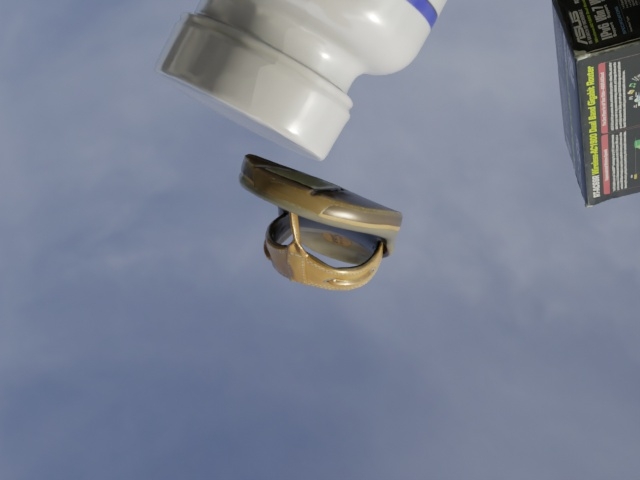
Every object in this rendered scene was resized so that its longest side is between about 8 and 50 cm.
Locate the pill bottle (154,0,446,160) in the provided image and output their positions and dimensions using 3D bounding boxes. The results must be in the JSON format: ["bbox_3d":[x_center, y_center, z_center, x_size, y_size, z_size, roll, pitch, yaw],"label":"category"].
[{"bbox_3d":[0.015,-0.190,0.822,0.152,0.152,0.272,28,-91,38],"label":"pill bottle"}]

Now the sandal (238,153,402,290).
[{"bbox_3d":[0.000,0.000,0.684,0.072,0.180,0.049,20,-96,8],"label":"sandal"}]

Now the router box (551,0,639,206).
[{"bbox_3d":[0.144,-0.067,0.578,0.092,0.122,0.038,-15,-118,5],"label":"router box"}]
